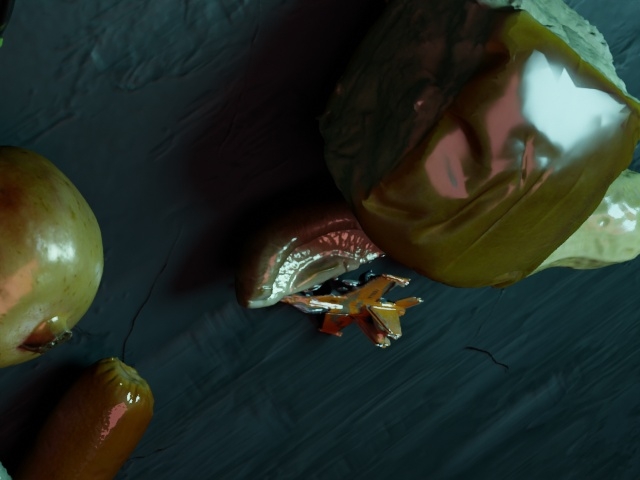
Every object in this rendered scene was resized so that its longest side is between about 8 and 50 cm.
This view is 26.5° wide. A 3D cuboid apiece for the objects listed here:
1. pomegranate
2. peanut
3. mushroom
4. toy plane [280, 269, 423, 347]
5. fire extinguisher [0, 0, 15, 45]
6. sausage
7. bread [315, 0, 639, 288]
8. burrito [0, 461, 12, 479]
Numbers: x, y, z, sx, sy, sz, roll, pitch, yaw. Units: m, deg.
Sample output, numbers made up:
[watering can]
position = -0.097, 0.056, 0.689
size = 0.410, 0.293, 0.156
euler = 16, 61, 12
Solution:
[pomegranate]
position = -0.271, 0.017, 1.119
size = 0.191, 0.191, 0.191
euler = -17, 128, -23
[peanut]
position = 0.232, -0.022, 1.471
size = 0.290, 0.130, 0.130
euler = -8, 124, -22
[mushroom]
position = 0.000, -0.001, 1.365
size = 0.209, 0.072, 0.094
euler = -21, 132, -24
[toy plane]
position = 0.012, 0.059, 1.426
size = 0.188, 0.062, 0.135
euler = 21, 140, -22
[fire extinguisher]
position = -0.269, -0.204, 1.004
size = 0.105, 0.141, 0.341
euler = 23, 98, 2
[sausage]
position = -0.264, 0.245, 1.353
size = 0.089, 0.083, 0.300
euler = 13, 114, -52
[bread]
position = 0.153, -0.105, 1.291
size = 0.250, 0.225, 0.279
euler = 25, 109, -40
[burrito]
position = -0.382, 0.174, 1.219
size = 0.309, 0.066, 0.096
euler = 45, 52, -41
